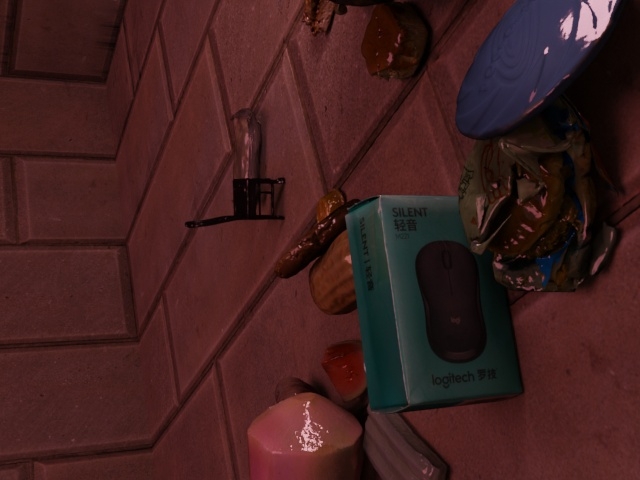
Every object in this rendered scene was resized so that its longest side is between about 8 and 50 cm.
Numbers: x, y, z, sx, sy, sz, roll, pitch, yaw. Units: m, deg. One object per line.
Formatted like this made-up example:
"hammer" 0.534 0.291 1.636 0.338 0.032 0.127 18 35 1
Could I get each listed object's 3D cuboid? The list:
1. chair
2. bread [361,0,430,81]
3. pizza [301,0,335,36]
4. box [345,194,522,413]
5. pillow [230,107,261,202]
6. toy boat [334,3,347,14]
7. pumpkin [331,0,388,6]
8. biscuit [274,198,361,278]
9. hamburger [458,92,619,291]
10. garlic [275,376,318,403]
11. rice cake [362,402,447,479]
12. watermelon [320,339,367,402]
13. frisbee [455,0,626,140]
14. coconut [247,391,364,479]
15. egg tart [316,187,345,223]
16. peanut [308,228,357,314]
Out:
"chair" -0.207 -0.092 1.938 0.106 0.229 0.113 5 97 64
"bread" 0.128 -0.345 1.421 0.140 0.069 0.128 -114 33 -41
"pizza" -0.009 -0.528 1.700 0.154 0.069 0.194 28 114 60
"box" 0.164 0.089 1.196 0.118 0.205 0.312 -29 64 59
"pillow" -0.191 -0.213 2.097 0.169 0.059 0.255 -168 78 -64
"toy boat" 0.070 -0.519 1.534 0.089 0.071 0.185 -151 64 -62
"pumpkin" 0.066 -0.591 1.232 0.454 0.343 0.455 173 90 -65
"biscuit" 0.000 0.000 1.548 0.042 0.226 0.226 49 145 4
"hamburger" 0.255 -0.060 1.067 0.260 0.150 0.276 148 117 -62
"garlic" -0.043 0.375 1.750 0.159 0.101 0.147 -102 12 -48
"rice cake" 0.143 0.385 1.427 0.237 0.043 0.127 -140 53 -59
"watermelon" 0.046 0.233 1.570 0.135 0.094 0.125 -52 37 46
"frisbee" 0.259 -0.254 1.012 0.289 0.049 0.290 -48 19 23
"coconut" -0.026 0.416 1.576 0.233 0.233 0.245 -157 69 -62
"egg tart" 0.019 -0.058 1.684 0.105 0.039 0.105 180 90 -66
"peanut" 0.060 0.059 1.492 0.305 0.146 0.147 -43 52 56
